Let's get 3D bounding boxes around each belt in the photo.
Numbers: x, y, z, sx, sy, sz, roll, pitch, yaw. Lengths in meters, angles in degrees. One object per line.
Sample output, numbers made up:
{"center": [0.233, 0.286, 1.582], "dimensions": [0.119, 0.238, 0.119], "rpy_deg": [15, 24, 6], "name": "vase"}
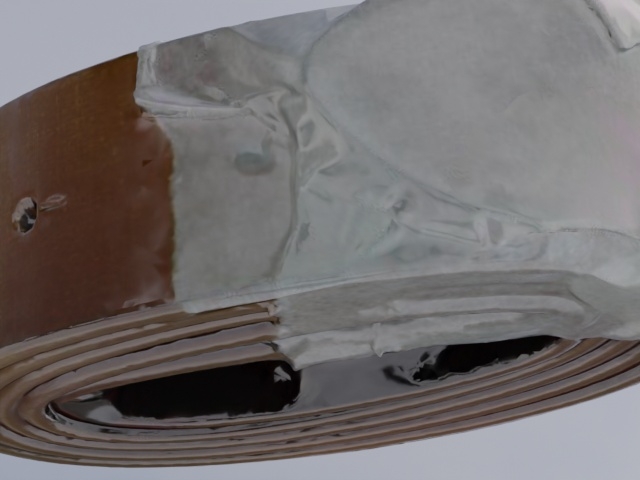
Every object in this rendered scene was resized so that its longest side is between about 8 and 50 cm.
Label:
{"center": [0.000, 0.000, 0.763], "dimensions": [0.338, 0.122, 0.217], "rpy_deg": [-13, -25, 22], "name": "belt"}
